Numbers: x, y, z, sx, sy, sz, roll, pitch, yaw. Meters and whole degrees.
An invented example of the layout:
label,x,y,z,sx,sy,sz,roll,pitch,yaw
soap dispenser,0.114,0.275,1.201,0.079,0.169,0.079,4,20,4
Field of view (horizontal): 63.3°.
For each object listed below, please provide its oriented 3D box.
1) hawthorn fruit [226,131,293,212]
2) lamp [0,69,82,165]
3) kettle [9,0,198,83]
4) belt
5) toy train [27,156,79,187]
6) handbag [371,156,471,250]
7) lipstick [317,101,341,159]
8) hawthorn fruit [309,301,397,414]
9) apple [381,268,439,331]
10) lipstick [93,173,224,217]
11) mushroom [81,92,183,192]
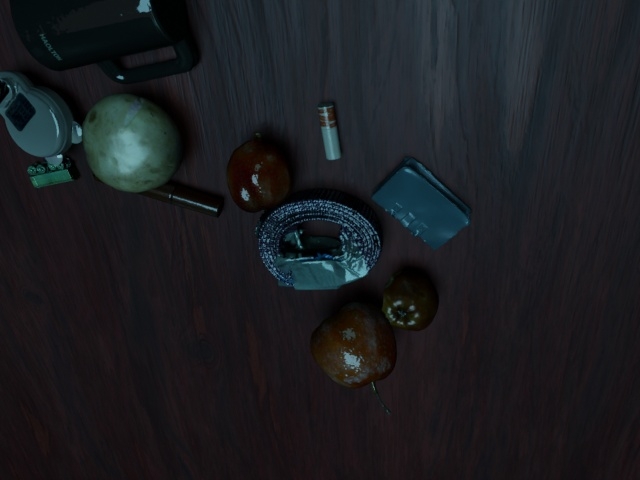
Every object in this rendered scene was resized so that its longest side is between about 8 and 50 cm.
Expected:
label,x,y,z,sx,sy,sz,roll,pitch,yaw
hawthorn fruit,-0.150,-0.166,1.256,0.169,0.169,0.187,-8,102,18
lamp,-0.726,-0.323,1.329,0.180,0.108,0.246,-34,105,23
kettle,-0.460,-0.466,1.134,0.308,0.203,0.262,-5,116,12
belt,0.000,0.000,1.341,0.325,0.122,0.260,-2,112,11
toy train,-0.748,-0.191,1.452,0.148,0.038,0.070,-8,120,17
handbag,0.246,-0.085,1.272,0.221,0.057,0.144,39,125,-10
lipstick,0.022,-0.258,1.231,0.039,0.038,0.130,-2,119,14
hawthorn fruit,0.101,0.282,1.392,0.235,0.263,0.231,31,91,-49
apple,0.235,0.162,1.355,0.147,0.158,0.155,5,116,8
lipstick,-0.437,-0.137,1.399,0.357,0.057,0.057,16,122,4
mushroom,-0.464,-0.240,1.271,0.255,0.184,0.254,7,120,13
